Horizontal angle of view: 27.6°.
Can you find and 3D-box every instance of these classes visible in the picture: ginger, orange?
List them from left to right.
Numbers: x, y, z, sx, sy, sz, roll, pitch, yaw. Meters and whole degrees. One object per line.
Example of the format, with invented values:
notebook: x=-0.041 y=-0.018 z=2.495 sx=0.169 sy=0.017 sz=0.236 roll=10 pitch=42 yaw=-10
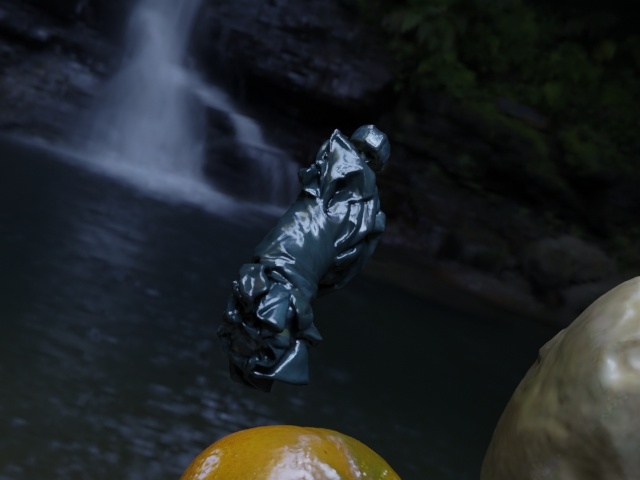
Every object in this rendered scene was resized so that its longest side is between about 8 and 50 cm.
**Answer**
orange: x=-0.012 y=0.252 z=1.022 sx=0.240 sy=0.171 sz=0.240 roll=30 pitch=35 yaw=-24
ginger: x=0.152 y=0.107 z=0.639 sx=0.138 sy=0.152 sz=0.267 roll=26 pitch=-34 yaw=-6

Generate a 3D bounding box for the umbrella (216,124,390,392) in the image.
umbrella: x=0.002 y=-0.001 z=1.320 sx=0.094 sy=0.143 sz=0.349 roll=17 pitch=45 yaw=17
